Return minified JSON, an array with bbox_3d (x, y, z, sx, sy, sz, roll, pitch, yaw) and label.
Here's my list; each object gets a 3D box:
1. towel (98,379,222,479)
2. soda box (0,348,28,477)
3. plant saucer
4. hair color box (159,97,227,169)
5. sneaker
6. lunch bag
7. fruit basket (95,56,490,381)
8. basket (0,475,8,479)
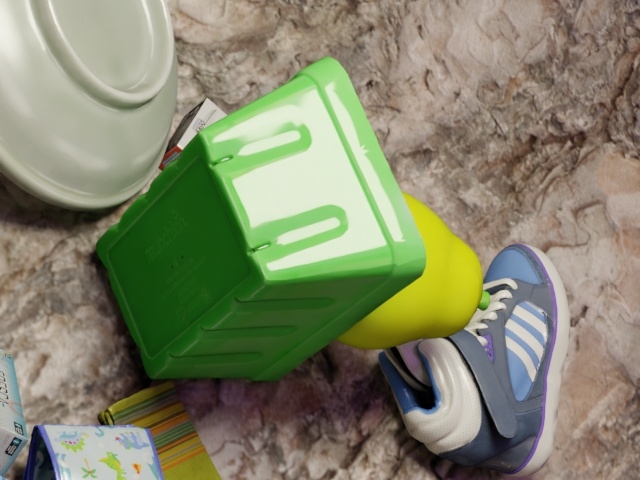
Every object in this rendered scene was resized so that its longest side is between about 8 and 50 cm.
[{"bbox_3d":[-0.138,0.264,1.735,0.102,0.021,0.237,-24,82,-45],"label":"towel"},{"bbox_3d":[-0.320,0.154,1.548,0.063,0.058,0.183,30,12,-23],"label":"soda box"},{"bbox_3d":[-0.259,-0.234,1.769,0.400,0.100,0.400,31,51,-48],"label":"plant saucer"},{"bbox_3d":[-0.102,-0.077,1.949,0.167,0.053,0.093,42,45,-15],"label":"hair color box"},{"bbox_3d":[0.179,0.116,2.018,0.236,0.130,0.323,25,56,-33],"label":"sneaker"},{"bbox_3d":[-0.220,0.255,1.616,0.129,0.096,0.151,7,71,-38],"label":"lunch bag"},{"bbox_3d":[0.000,0.000,1.762,0.392,0.392,0.283,-12,73,-44],"label":"fruit basket"},{"bbox_3d":[-0.311,0.271,1.384,0.255,0.289,0.201,35,49,-23],"label":"basket"}]
